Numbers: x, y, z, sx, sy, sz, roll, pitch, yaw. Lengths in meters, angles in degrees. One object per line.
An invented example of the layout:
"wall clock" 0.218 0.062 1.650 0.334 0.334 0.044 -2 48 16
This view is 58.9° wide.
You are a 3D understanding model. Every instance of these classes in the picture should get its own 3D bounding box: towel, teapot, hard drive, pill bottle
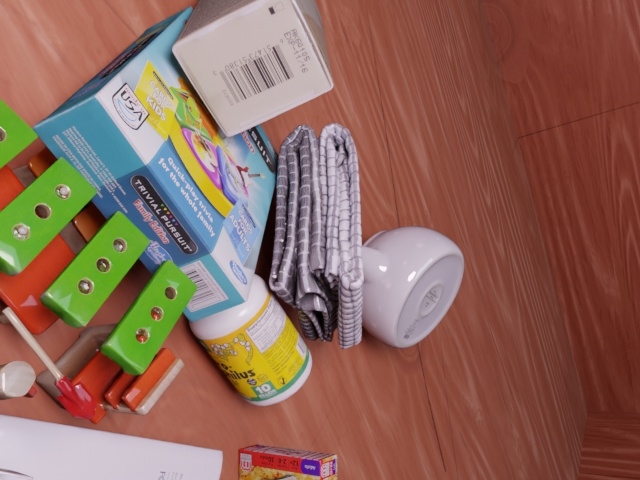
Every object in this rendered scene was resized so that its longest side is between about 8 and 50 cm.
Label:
"towel" 0.000 0.000 0.861 0.235 0.122 0.283 82 6 -61
"teapot" 0.144 0.071 1.103 0.253 0.187 0.255 -30 136 -33
"hard drive" -0.246 0.316 0.606 0.319 0.040 0.210 35 57 -47
"pill bottle" -0.106 0.119 0.778 0.208 0.118 0.117 61 40 -28

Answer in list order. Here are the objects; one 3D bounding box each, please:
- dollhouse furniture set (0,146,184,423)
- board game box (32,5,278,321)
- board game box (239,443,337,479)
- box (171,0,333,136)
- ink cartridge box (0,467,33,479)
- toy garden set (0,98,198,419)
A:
"dollhouse furniture set" -0.260 0.051 0.552 0.259 0.135 0.262 63 39 -26
"board game box" -0.156 -0.111 0.684 0.253 0.079 0.336 59 20 -30
"board game box" -0.045 0.393 0.788 0.045 0.147 0.193 11 74 -54
"box" -0.077 -0.273 0.735 0.311 0.148 0.121 -92 156 -54
"ink cartridge box" -0.326 0.187 0.419 0.181 0.104 0.061 26 61 -31
"toy garden set" -0.246 0.037 0.472 0.244 0.049 0.203 49 43 -24
